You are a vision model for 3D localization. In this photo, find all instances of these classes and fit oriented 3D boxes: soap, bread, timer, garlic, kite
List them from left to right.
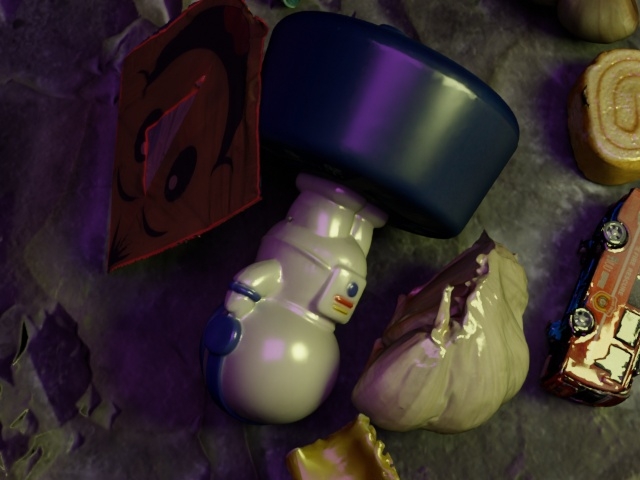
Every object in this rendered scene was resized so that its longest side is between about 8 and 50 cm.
[{"bbox_3d":[-0.151,-0.102,1.077,0.327,0.013,0.377,-59,40,15],"label":"kite"},{"bbox_3d":[0.000,0.000,1.032,0.270,0.270,0.384,25,84,9],"label":"timer"},{"bbox_3d":[0.077,0.319,0.915,0.091,0.199,0.315,-26,73,-3],"label":"soap"},{"bbox_3d":[0.135,0.106,1.012,0.143,0.178,0.229,48,58,0],"label":"garlic"},{"bbox_3d":[0.285,-0.336,1.197,0.160,0.191,0.214,4,79,28],"label":"garlic"},{"bbox_3d":[0.340,-0.140,1.159,0.122,0.073,0.149,-2,69,-3],"label":"bread"}]

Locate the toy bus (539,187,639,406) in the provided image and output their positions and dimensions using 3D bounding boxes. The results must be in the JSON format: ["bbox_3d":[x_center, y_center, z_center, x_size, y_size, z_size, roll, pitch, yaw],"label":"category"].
[{"bbox_3d":[0.303,0.059,1.084,0.096,0.073,0.235,24,70,2],"label":"toy bus"}]

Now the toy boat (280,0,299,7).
[{"bbox_3d":[-0.061,-0.336,1.244,0.061,0.060,0.137,-26,75,16],"label":"toy boat"}]
